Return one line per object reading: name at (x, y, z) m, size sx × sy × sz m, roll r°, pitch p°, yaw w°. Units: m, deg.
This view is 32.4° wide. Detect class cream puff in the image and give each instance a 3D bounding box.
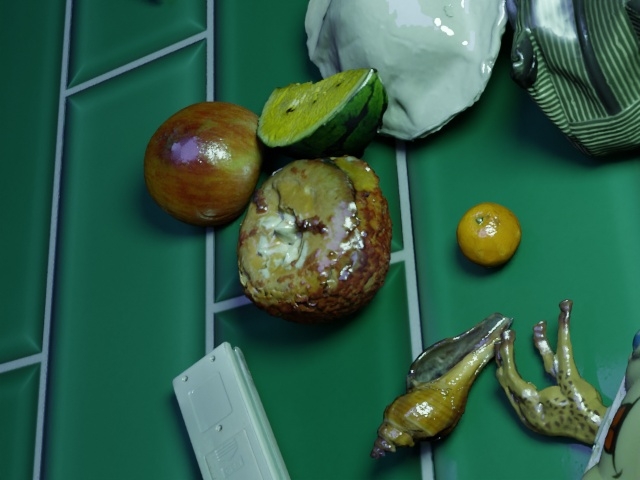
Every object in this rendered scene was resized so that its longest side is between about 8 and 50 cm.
cream puff at (-0.001, 0.000, 1.469) m, size 0.240 × 0.164 × 0.240 m, roll -20°, pitch 62°, yaw 44°

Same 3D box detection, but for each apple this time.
apple at (-0.169, -0.117, 1.652) m, size 0.173 × 0.160 × 0.195 m, roll 17°, pitch 86°, yaw 16°

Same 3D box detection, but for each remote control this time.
remote control at (-0.114, 0.279, 1.490) m, size 0.103 × 0.055 × 0.277 m, roll -36°, pitch 53°, yaw 16°

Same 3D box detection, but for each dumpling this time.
dumpling at (0.104, -0.272, 1.517) m, size 0.341 × 0.181 × 0.260 m, roll 13°, pitch 93°, yaw 21°

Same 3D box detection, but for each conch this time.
conch at (0.147, 0.183, 1.350) m, size 0.086 × 0.080 × 0.233 m, roll 26°, pitch 60°, yaw 26°

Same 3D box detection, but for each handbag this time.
handbag at (0.350, -0.290, 1.314) m, size 0.247 × 0.240 × 0.341 m, roll -10°, pitch 66°, yaw 32°

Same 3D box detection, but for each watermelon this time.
watermelon at (-0.003, -0.173, 1.539) m, size 0.301 × 0.123 × 0.129 m, roll 0°, pitch 85°, yaw 61°

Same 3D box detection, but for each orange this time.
orange at (0.212, -0.007, 1.382) m, size 0.083 × 0.083 × 0.084 m, roll -14°, pitch 63°, yaw 29°

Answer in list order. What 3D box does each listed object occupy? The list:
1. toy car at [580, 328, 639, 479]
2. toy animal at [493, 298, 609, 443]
toy car at (0.417, 0.234, 1.019) m, size 0.336 × 0.226 × 0.242 m, roll 22°, pitch 82°, yaw 21°
toy animal at (0.307, 0.179, 1.250) m, size 0.149 × 0.054 × 0.275 m, roll -53°, pitch 53°, yaw 7°
